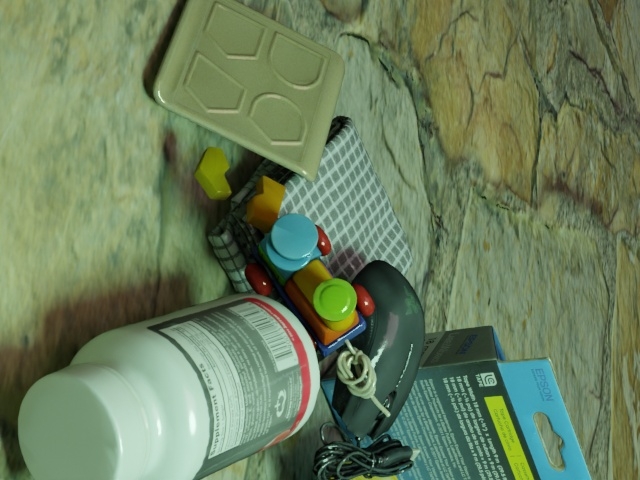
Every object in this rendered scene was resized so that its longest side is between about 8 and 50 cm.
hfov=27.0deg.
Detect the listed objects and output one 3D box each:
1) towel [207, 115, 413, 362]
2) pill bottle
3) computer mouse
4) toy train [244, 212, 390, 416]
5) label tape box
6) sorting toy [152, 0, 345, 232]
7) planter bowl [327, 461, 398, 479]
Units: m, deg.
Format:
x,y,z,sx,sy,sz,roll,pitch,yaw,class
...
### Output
x,y,z,sx,sy,sz,roll,pitch,yaw,class
0.000,0.000,1.705,0.284,0.121,0.235,-51,123,-49,towel
-0.153,0.164,1.375,0.318,0.176,0.176,-14,94,-57,pill bottle
0.080,0.161,1.614,0.188,0.072,0.272,8,87,-53,computer mouse
0.017,0.083,1.489,0.248,0.105,0.143,54,-11,9,toy train
0.197,0.243,1.742,0.106,0.333,0.241,-46,120,-51,label tape box
-0.094,-0.158,1.607,0.229,0.041,0.307,28,50,-17,sorting toy
0.022,0.372,1.665,0.217,0.090,0.217,21,64,-52,planter bowl
